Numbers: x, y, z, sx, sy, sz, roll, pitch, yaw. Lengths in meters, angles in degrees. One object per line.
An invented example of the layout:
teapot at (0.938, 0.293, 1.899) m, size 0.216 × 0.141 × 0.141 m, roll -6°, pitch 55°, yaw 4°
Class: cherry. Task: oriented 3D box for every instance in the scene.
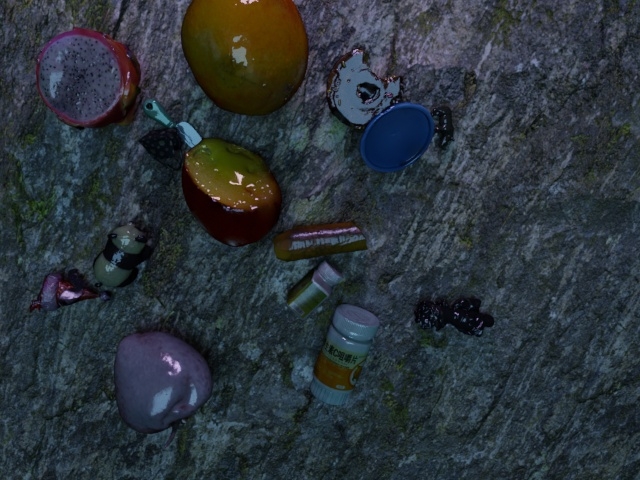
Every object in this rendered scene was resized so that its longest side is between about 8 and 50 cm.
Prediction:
cherry at (-0.521, 0.467, 1.589) m, size 0.325 × 0.291 × 0.336 m, roll -5°, pitch 91°, yaw 19°

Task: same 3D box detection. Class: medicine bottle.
medicine bottle at (0.076, 0.392, 1.636) m, size 0.157 × 0.158 × 0.319 m, roll 18°, pitch 105°, yaw -5°
medicine bottle at (-0.019, 0.156, 1.583) m, size 0.088 × 0.132 × 0.188 m, roll 44°, pitch 100°, yaw -10°

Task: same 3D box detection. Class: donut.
donut at (0.129, -0.444, 1.437) m, size 0.230 × 0.096 × 0.216 m, roll 21°, pitch 108°, yaw -7°

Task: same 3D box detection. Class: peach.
peach at (-0.270, -0.155, 1.434) m, size 0.280 × 0.281 × 0.339 m, roll -23°, pitch 104°, yaw 6°
peach at (-0.206, -0.534, 1.306) m, size 0.372 × 0.289 × 0.373 m, roll 13°, pitch 115°, yaw 30°

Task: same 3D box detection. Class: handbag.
handbag at (-0.480, -0.278, 1.494) m, size 0.115 × 0.072 × 0.139 m, roll -3°, pitch 131°, yaw 21°

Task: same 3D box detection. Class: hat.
hat at (-0.825, 0.183, 1.600) m, size 0.227 × 0.140 × 0.129 m, roll 8°, pitch 116°, yaw -15°

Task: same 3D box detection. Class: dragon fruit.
dragon fruit at (-0.656, -0.464, 1.392) m, size 0.290 × 0.189 × 0.291 m, roll 0°, pitch 97°, yaw 2°

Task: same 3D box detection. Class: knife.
knife at (-0.438, -0.348, 1.499) m, size 0.260 × 0.035 × 0.063 m, roll 39°, pitch 102°, yaw -15°

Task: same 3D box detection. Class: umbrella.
umbrella at (0.459, 0.258, 1.631) m, size 0.272 × 0.122 × 0.110 m, roll 7°, pitch 149°, yaw -6°

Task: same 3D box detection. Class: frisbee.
frisbee at (0.230, -0.315, 1.459) m, size 0.241 × 0.045 × 0.242 m, roll -13°, pitch 136°, yaw -13°

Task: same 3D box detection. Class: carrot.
carrot at (0.000, 0.000, 1.551) m, size 0.301 × 0.114 × 0.114 m, roll -8°, pitch 105°, yaw -1°

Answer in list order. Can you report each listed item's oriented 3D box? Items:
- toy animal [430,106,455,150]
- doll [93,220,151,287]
toy animal at (0.384, -0.348, 1.490) m, size 0.064 × 0.047 × 0.136 m, roll -10°, pitch 100°, yaw -6°
doll at (-0.644, 0.049, 1.554) m, size 0.143 × 0.135 × 0.234 m, roll 33°, pitch 99°, yaw -11°
